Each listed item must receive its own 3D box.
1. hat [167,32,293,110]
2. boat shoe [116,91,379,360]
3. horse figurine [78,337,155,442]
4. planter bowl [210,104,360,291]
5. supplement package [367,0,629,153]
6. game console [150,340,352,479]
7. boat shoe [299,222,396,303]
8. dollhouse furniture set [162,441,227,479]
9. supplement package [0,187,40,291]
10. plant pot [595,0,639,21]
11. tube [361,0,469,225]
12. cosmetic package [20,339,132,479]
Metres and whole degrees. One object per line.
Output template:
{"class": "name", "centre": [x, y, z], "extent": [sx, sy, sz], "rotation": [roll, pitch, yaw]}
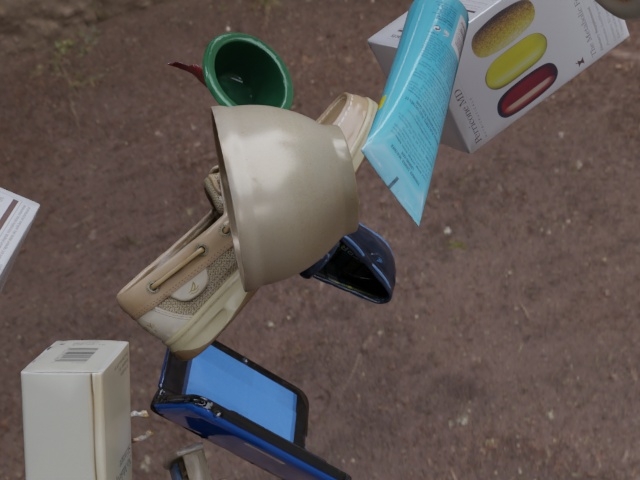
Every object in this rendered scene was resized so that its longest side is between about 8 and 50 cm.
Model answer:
{"class": "hat", "centre": [-0.165, -0.250, 1.556], "extent": [0.173, 0.183, 0.209], "rotation": [19, 56, -27]}
{"class": "boat shoe", "centre": [-0.070, -0.036, 0.920], "extent": [0.341, 0.110, 0.121], "rotation": [-51, 13, -9]}
{"class": "horse figurine", "centre": [-0.371, 0.274, 1.395], "extent": [0.174, 0.263, 0.066], "rotation": [-26, 24, -19]}
{"class": "planter bowl", "centre": [-0.028, -0.044, 0.768], "extent": [0.109, 0.162, 0.162], "rotation": [-10, 46, -7]}
{"class": "supplement package", "centre": [0.203, -0.231, 1.013], "extent": [0.244, 0.139, 0.134], "rotation": [-37, 29, -10]}
{"class": "game console", "centre": [-0.098, 0.252, 1.389], "extent": [0.250, 0.293, 0.173], "rotation": [-18, 44, 56]}
{"class": "boat shoe", "centre": [0.000, 0.000, 1.086], "extent": [0.258, 0.109, 0.089], "rotation": [21, 37, -25]}
{"class": "dollhouse furniture set", "centre": [-0.295, 0.447, 1.330], "extent": [0.303, 0.286, 0.198], "rotation": [-14, 71, -22]}
{"class": "supplement package", "centre": [-0.315, 0.093, 0.558], "extent": [0.145, 0.262, 0.204], "rotation": [25, 24, -14]}
{"class": "plant pot", "centre": [0.296, -0.306, 0.648], "extent": [0.243, 0.275, 0.275], "rotation": [-30, 47, 4]}
{"class": "tube", "centre": [0.076, -0.113, 0.687], "extent": [0.052, 0.080, 0.207], "rotation": [-20, 38, 37]}
{"class": "cosmetic package", "centre": [-0.331, 0.307, 1.224], "extent": [0.113, 0.310, 0.160], "rotation": [0, 10, 1]}
